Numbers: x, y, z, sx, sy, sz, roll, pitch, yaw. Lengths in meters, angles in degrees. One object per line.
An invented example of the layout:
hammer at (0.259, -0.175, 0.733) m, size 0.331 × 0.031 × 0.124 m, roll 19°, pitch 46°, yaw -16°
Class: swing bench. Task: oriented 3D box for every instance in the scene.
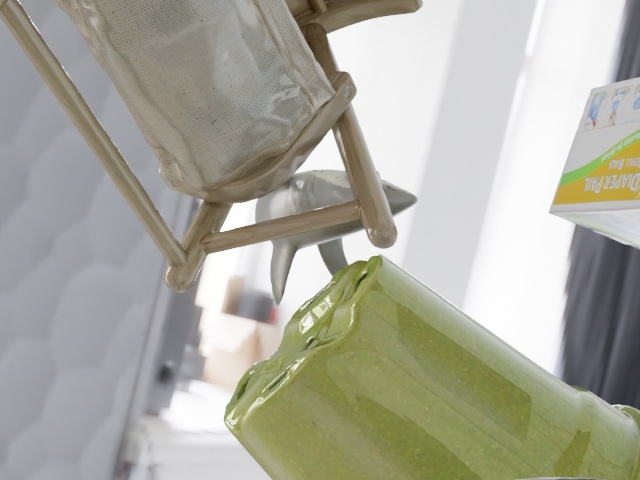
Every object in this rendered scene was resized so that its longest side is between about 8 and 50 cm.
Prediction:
swing bench at (-0.057, -0.153, 0.950) m, size 0.165 × 0.254 × 0.253 m, roll -12°, pitch -46°, yaw 19°

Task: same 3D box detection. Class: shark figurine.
shark figurine at (-0.019, 0.001, 1.323) m, size 0.166 × 0.116 × 0.278 m, roll 5°, pitch -6°, yaw -4°

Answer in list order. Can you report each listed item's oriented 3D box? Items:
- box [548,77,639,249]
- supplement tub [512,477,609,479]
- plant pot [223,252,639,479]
box at (0.260, -0.050, 1.076) m, size 0.114 × 0.103 × 0.203 m, roll 21°, pitch -5°, yaw -14°
supplement tub at (0.124, 0.288, 0.731) m, size 0.193 × 0.193 × 0.316 m, roll 13°, pitch 44°, yaw -18°
plant pot at (0.073, 0.156, 1.202) m, size 0.254 × 0.276 × 0.276 m, roll 43°, pitch -2°, yaw -9°
